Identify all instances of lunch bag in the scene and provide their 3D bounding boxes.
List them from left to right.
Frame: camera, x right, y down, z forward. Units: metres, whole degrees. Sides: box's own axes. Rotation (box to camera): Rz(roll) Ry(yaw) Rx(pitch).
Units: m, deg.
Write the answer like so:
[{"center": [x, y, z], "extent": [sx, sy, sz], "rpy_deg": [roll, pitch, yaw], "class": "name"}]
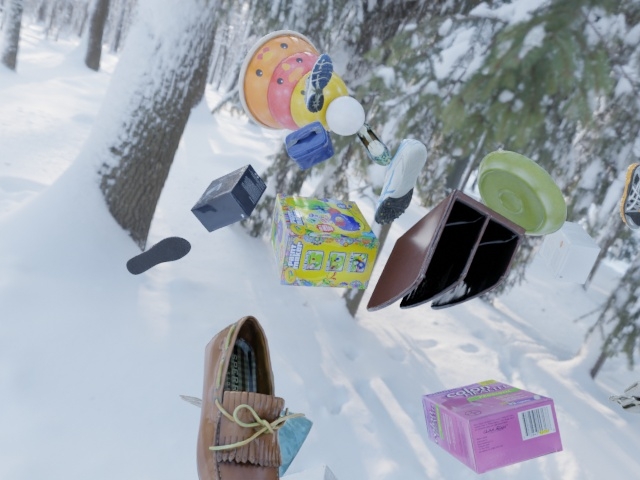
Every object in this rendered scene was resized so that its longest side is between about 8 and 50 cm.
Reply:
[{"center": [-0.021, -0.201, 0.964], "extent": [0.065, 0.098, 0.067], "rpy_deg": [41, 28, -56], "class": "lunch bag"}]

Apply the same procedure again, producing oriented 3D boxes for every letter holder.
[{"center": [0.231, 0.073, 0.936], "extent": [0.152, 0.214, 0.302], "rpy_deg": [30, -21, -1], "class": "letter holder"}]

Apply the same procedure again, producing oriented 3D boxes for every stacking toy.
[{"center": [-0.018, -0.477, 1.537], "extent": [0.350, 0.350, 0.480], "rpy_deg": [3, 25, -44], "class": "stacking toy"}]

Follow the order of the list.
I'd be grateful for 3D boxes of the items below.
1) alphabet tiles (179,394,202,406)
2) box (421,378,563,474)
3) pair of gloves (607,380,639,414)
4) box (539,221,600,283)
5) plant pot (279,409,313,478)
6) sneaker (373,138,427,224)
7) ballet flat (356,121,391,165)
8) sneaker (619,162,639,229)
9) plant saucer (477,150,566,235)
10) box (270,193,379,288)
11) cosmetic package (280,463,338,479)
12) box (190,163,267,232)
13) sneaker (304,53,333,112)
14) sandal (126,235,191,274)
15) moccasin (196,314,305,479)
[{"center": [-0.444, 0.669, 1.852], "extent": [0.198, 0.009, 0.237], "rpy_deg": [-9, -40, 40], "class": "alphabet tiles"}, {"center": [0.396, 0.431, 1.105], "extent": [0.213, 0.117, 0.243], "rpy_deg": [-8, -5, -12], "class": "box"}, {"center": [0.811, 0.367, 1.084], "extent": [0.204, 0.042, 0.240], "rpy_deg": [0, -32, 17], "class": "pair of gloves"}, {"center": [0.770, 0.033, 1.439], "extent": [0.091, 0.130, 0.170], "rpy_deg": [9, 30, 3], "class": "box"}, {"center": [-0.189, 0.788, 1.825], "extent": [0.195, 0.290, 0.290], "rpy_deg": [33, 17, 6], "class": "plant pot"}, {"center": [0.203, -0.152, 1.214], "extent": [0.085, 0.237, 0.086], "rpy_deg": [15, 18, -26], "class": "sneaker"}, {"center": [0.166, -0.324, 1.528], "extent": [0.070, 0.070, 0.188], "rpy_deg": [-1, 50, -51], "class": "ballet flat"}, {"center": [1.026, -0.139, 1.480], "extent": [0.084, 0.215, 0.083], "rpy_deg": [-5, 9, -28], "class": "sneaker"}, {"center": [0.459, -0.100, 1.092], "extent": [0.241, 0.037, 0.241], "rpy_deg": [47, -16, 18], "class": "plant saucer"}, {"center": [0.000, 0.000, 1.478], "extent": [0.279, 0.177, 0.290], "rpy_deg": [3, 29, -15], "class": "box"}, {"center": [-0.060, 0.834, 1.549], "extent": [0.099, 0.239, 0.060], "rpy_deg": [57, 22, -14], "class": "cosmetic package"}, {"center": [-0.259, -0.121, 1.322], "extent": [0.093, 0.156, 0.158], "rpy_deg": [55, 33, -28], "class": "box"}, {"center": [-0.014, -0.372, 1.078], "extent": [0.052, 0.135, 0.058], "rpy_deg": [-3, 42, -29], "class": "sneaker"}, {"center": [-0.436, 0.035, 1.248], "extent": [0.179, 0.067, 0.040], "rpy_deg": [-23, 16, -1], "class": "sandal"}, {"center": [-0.118, 0.292, 0.775], "extent": [0.139, 0.147, 0.380], "rpy_deg": [28, 29, -26], "class": "moccasin"}]
